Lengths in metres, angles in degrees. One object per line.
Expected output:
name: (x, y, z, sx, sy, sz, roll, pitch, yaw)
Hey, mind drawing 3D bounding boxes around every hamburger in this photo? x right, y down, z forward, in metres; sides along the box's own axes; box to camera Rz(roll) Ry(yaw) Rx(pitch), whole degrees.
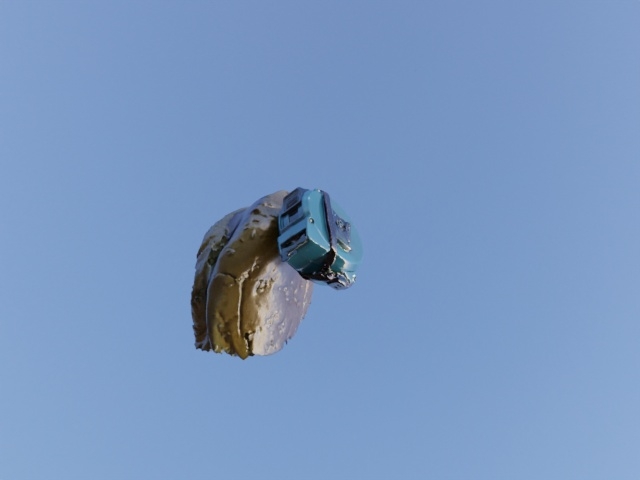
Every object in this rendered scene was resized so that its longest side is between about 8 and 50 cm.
hamburger: (-0.087, 0.031, 0.894, 0.132, 0.309, 0.211, 10, -71, 15)

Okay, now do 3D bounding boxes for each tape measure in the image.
tape measure: (0.000, 0.000, 0.797, 0.081, 0.146, 0.125, -33, -50, 26)
